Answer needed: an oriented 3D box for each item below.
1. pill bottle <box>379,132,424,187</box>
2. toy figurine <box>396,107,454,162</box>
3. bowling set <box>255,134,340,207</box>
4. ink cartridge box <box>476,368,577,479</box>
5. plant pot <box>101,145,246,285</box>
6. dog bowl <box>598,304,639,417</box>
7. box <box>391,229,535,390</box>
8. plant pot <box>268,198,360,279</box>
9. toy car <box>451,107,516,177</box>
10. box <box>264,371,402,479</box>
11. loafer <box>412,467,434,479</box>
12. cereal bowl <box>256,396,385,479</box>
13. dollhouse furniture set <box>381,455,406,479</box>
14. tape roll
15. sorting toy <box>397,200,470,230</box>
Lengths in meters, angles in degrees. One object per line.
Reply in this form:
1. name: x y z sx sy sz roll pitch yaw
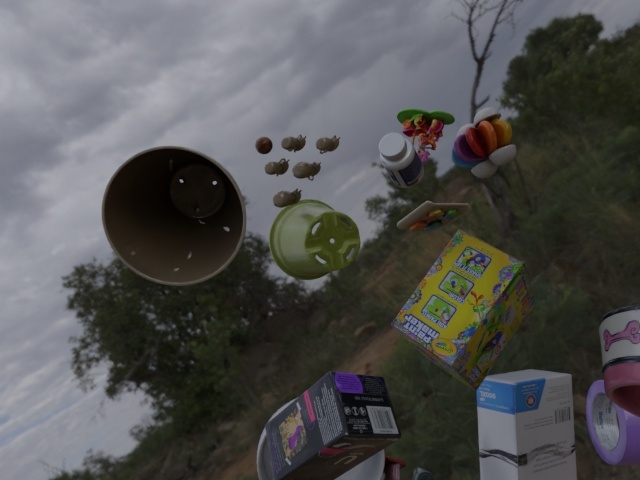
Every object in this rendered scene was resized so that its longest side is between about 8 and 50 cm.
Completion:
1. pill bottle: 0.152 -0.153 1.071 0.067 0.067 0.120 -40 -31 5
2. toy figurine: 0.264 -0.254 1.510 0.173 0.130 0.159 5 74 48
3. bowling set: -0.088 -0.259 1.733 0.287 0.200 0.154 -48 -9 19
4. ink cartridge box: 0.653 0.626 1.786 0.285 0.395 0.166 2 -6 -33
5. plant pot: -0.266 -0.077 1.137 0.256 0.256 0.274 -40 14 9
6. dog bowl: 0.754 0.277 1.105 0.408 0.407 0.150 129 165 -69
7. box: 0.357 0.178 1.366 0.279 0.177 0.290 -53 -34 -6
8. plant pot: 0.000 0.000 1.799 0.276 0.276 0.254 -38 13 -15
9. toy car: 0.429 -0.260 1.542 0.136 0.159 0.182 -13 -15 -29
10. box: 0.021 0.421 1.250 0.165 0.143 0.270 15 -47 -34
11. loafer: 0.360 0.958 2.033 0.084 0.096 0.268 154 125 -78
12. cereal bowl: -0.004 0.565 1.528 0.339 0.339 0.141 -39 10 0
13. dollhouse furniture set: 0.143 0.887 1.901 0.201 0.152 0.374 -85 18 -44
14. tape roll: 1.003 0.611 1.907 0.090 0.275 0.275 0 -6 0
15. sorting toy: 0.411 -0.080 2.045 0.208 0.038 0.193 3 -27 -33
